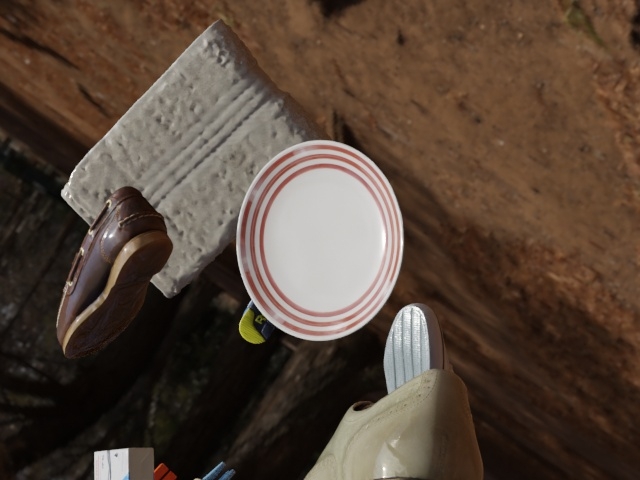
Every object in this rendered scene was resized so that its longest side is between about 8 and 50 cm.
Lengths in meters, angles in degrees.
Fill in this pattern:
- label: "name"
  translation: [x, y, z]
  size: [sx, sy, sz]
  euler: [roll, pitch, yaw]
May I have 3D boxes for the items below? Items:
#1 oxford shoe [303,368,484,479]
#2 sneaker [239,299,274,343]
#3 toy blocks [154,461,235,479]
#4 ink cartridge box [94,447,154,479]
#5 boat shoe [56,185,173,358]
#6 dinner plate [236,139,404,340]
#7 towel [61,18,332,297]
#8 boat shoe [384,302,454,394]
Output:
- label: "oxford shoe"
  translation: [0.050, 0.230, 0.901]
  size: [0.140, 0.146, 0.397]
  euler: [19, 151, -12]
- label: "sneaker"
  translation: [-0.054, 0.064, 1.292]
  size: [0.053, 0.144, 0.059]
  euler: [39, -179, -2]
- label: "toy blocks"
  translation: [-0.199, 0.348, 1.380]
  size: [0.123, 0.148, 0.054]
  euler: [24, 142, 32]
- label: "ink cartridge box"
  translation: [-0.190, 0.222, 0.954]
  size: [0.028, 0.048, 0.083]
  euler: [8, 163, -39]
- label: "boat shoe"
  translation: [-0.204, 0.033, 0.966]
  size: [0.073, 0.207, 0.073]
  euler: [-12, -120, -47]
- label: "dinner plate"
  translation: [0.000, 0.000, 0.715]
  size: [0.141, 0.141, 0.017]
  euler: [31, -164, 28]
- label: "towel"
  translation: [-0.139, -0.080, 1.103]
  size: [0.187, 0.282, 0.049]
  euler: [46, -157, -9]
- label: "boat shoe"
  translation: [0.129, 0.182, 1.229]
  size: [0.075, 0.226, 0.083]
  euler: [-9, -162, -38]
